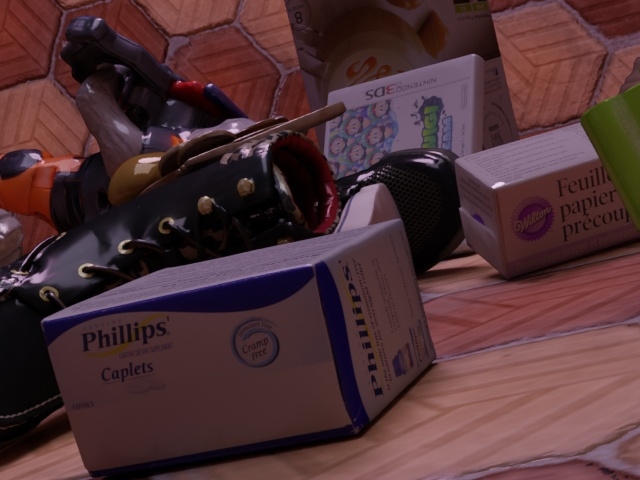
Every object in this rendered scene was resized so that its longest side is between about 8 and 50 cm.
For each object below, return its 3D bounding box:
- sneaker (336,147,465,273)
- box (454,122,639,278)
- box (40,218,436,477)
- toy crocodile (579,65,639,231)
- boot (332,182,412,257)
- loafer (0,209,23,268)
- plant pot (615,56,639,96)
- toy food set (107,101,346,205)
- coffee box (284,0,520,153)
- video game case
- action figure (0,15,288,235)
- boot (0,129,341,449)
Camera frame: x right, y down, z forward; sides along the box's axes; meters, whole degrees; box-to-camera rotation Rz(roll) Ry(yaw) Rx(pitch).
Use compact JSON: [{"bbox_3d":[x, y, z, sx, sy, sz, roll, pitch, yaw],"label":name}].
[{"bbox_3d":[0.000,0.000,1.072,0.227,0.087,0.130,-15,5,42],"label":"sneaker"},{"bbox_3d":[0.247,-0.058,0.985,0.324,0.063,0.067,-17,24,-14],"label":"box"},{"bbox_3d":[-0.030,0.044,0.676,0.126,0.072,0.137,-12,4,20],"label":"box"},{"bbox_3d":[0.233,-0.053,0.813,0.105,0.115,0.340,-36,-12,37],"label":"toy crocodile"},{"bbox_3d":[0.001,0.016,0.938,0.086,0.069,0.190,-17,7,14],"label":"boot"},{"bbox_3d":[-0.395,0.072,1.397,0.112,0.111,0.319,32,41,24],"label":"loafer"},{"bbox_3d":[0.309,-0.100,1.162,0.237,0.110,0.237,-13,4,1],"label":"plant pot"},{"bbox_3d":[-0.070,-0.052,0.965,0.132,0.038,0.192,-23,-5,-27],"label":"toy food set"},{"bbox_3d":[0.073,-0.122,1.277,0.141,0.247,0.098,-12,3,37],"label":"coffee box"},{"bbox_3d":[0.060,-0.056,1.183,0.143,0.157,0.019,-11,-24,36],"label":"video game case"},{"bbox_3d":[-0.139,-0.012,1.279,0.330,0.178,0.341,-22,-42,37],"label":"action figure"},{"bbox_3d":[-0.097,0.018,0.814,0.178,0.085,0.236,-28,6,22],"label":"boot"}]
